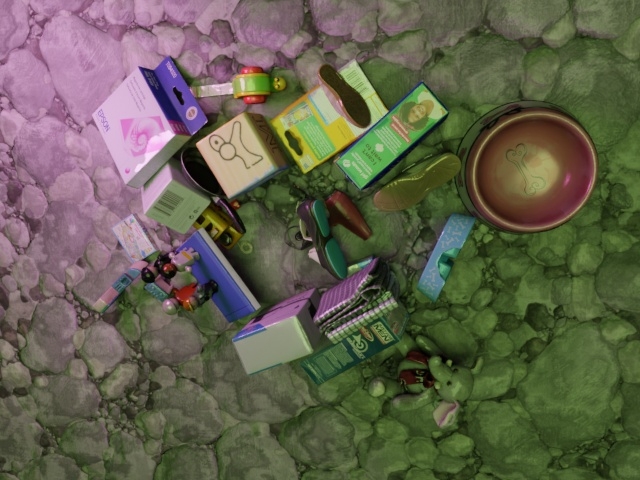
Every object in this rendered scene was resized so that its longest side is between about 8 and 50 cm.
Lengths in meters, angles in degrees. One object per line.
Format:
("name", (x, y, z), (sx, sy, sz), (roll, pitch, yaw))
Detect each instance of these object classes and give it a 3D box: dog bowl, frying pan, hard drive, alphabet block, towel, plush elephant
("dog bowl", (0.604, -0.203, 1.473), (0.408, 0.150, 0.407), (2, 102, 10))
("frying pan", (-0.324, -0.166, 1.624), (0.053, 0.197, 0.326), (-38, 96, 27))
("hard drive", (-0.350, 0.125, 1.707), (0.318, 0.040, 0.210), (54, 142, -4))
("alphabet block", (-0.234, -0.267, 1.583), (0.192, 0.193, 0.197), (-28, 96, 13))
("dog bowl", (0.385, 0.048, 1.564), (0.074, 0.166, 0.297), (26, 105, 15))
("towel", (0.107, 0.168, 1.504), (0.235, 0.284, 0.121), (-34, 93, 15))
("plush elephant", (0.356, 0.427, 1.581), (0.330, 0.271, 0.255), (41, 147, -15))

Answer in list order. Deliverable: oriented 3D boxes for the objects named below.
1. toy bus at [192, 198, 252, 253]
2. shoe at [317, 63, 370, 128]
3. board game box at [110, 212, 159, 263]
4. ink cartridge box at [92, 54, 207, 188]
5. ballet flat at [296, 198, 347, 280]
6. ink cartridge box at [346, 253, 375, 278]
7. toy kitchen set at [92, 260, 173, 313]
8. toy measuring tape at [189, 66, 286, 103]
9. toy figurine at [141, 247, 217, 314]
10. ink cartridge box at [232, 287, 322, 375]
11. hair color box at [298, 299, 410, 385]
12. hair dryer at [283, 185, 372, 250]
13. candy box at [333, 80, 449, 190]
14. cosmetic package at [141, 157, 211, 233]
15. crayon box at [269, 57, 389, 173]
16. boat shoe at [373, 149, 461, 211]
("toy bus", (-0.345, -0.037, 1.696), (0.202, 0.104, 0.190), (-1, 102, 11))
("shoe", (0.067, -0.420, 1.489), (0.076, 0.058, 0.219), (-41, 98, -16))
("board game box", (-0.659, -0.005, 1.797), (0.104, 0.026, 0.154), (-29, 95, 15))
("ink cartridge box", (-0.553, -0.390, 1.610), (0.330, 0.071, 0.324), (-40, 66, 16))
("ballet flat", (0.000, 0.000, 1.607), (0.096, 0.095, 0.280), (-12, 103, 34))
("ink cartridge box", (0.160, 0.150, 1.670), (0.104, 0.061, 0.181), (-21, 98, 14))
("toy kitchen set", (-0.658, 0.199, 1.788), (0.166, 0.122, 0.207), (44, 114, -13))
("toy measuring tape", (-0.271, -0.481, 1.585), (0.330, 0.121, 0.121), (-1, 102, 10))
("toy figurine", (-0.472, 0.140, 1.686), (0.210, 0.148, 0.213), (-7, 114, 48))
("ink cartridge box", (-0.114, 0.282, 1.619), (0.223, 0.307, 0.129), (-23, 95, 14))
("hair color box", (0.110, 0.317, 1.619), (0.347, 0.174, 0.105), (-36, 94, 29))
("hair dryer", (0.029, -0.062, 1.657), (0.294, 0.080, 0.223), (12, 120, 13))
("candy box", (0.211, -0.292, 1.461), (0.317, 0.268, 0.122), (-43, 89, 15))
("cosmetic package", (-0.469, -0.150, 1.629), (0.151, 0.183, 0.151), (31, 109, -37))
("crayon box", (0.032, -0.379, 1.570), (0.323, 0.083, 0.203), (-32, 95, 14))
("boat shoe", (0.294, -0.186, 1.561), (0.285, 0.092, 0.103), (-32, 112, 19))
